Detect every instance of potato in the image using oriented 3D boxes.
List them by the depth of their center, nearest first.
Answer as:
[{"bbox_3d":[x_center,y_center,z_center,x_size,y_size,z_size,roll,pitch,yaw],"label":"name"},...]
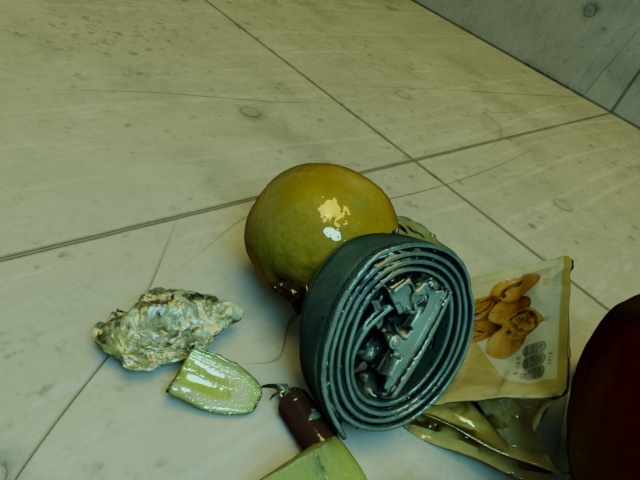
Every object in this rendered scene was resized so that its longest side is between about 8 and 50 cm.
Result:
[{"bbox_3d":[-0.004,0.298,0.538,0.149,0.120,0.081,62,19,18],"label":"potato"}]

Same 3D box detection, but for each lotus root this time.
[{"bbox_3d":[0.163,0.033,0.907,0.183,0.078,0.204,39,20,11],"label":"lotus root"}]

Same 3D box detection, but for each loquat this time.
[{"bbox_3d":[0.000,0.000,0.770,0.244,0.243,0.243,13,38,-10],"label":"loquat"}]

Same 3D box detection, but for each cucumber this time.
[{"bbox_3d":[-0.127,0.178,0.642,0.108,0.035,0.067,29,74,-12],"label":"cucumber"}]

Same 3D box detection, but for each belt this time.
[{"bbox_3d":[0.079,0.120,0.643,0.207,0.267,0.116,21,1,-25],"label":"belt"}]

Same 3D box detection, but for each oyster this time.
[{"bbox_3d":[-0.199,0.108,0.682,0.125,0.064,0.177,43,43,20],"label":"oyster"}]

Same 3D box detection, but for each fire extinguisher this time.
[{"bbox_3d":[-0.008,0.232,0.629,0.064,0.043,0.158,-2,42,-44],"label":"fire extinguisher"}]

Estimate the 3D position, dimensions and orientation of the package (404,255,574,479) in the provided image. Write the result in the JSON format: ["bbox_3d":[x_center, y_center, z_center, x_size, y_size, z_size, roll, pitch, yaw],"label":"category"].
[{"bbox_3d":[0.281,0.187,0.760,0.165,0.221,0.311,60,35,-14],"label":"package"}]

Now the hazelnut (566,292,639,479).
[{"bbox_3d":[0.448,0.214,0.507,0.421,0.420,0.352,-3,31,-28],"label":"hazelnut"}]
